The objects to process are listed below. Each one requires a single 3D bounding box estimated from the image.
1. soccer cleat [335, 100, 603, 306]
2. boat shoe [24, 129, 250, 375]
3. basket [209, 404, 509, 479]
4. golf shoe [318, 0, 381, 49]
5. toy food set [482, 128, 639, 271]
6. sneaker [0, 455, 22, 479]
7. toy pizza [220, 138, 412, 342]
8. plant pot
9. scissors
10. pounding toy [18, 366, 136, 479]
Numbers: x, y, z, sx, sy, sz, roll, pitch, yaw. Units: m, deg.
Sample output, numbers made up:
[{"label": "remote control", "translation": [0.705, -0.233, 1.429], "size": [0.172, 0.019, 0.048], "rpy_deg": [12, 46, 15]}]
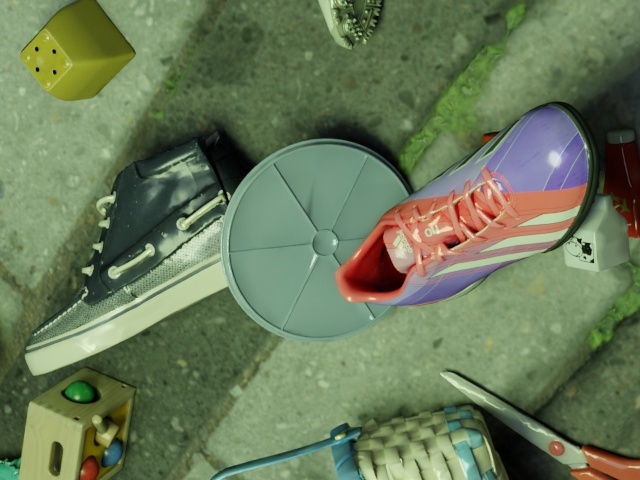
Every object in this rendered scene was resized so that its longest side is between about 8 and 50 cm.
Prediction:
[{"label": "soccer cleat", "translation": [0.123, -0.016, 1.167], "size": [0.318, 0.116, 0.108], "rpy_deg": [-42, 65, 58]}, {"label": "boat shoe", "translation": [-0.197, 0.013, 1.423], "size": [0.341, 0.127, 0.158], "rpy_deg": [-27, 89, 21]}, {"label": "basket", "translation": [0.057, 0.304, 1.322], "size": [0.289, 0.201, 0.254], "rpy_deg": [-20, 97, -2]}, {"label": "golf shoe", "translation": [0.005, -0.266, 1.270], "size": [0.086, 0.069, 0.176], "rpy_deg": [1, 105, 46]}, {"label": "toy food set", "translation": [0.245, -0.043, 1.179], "size": [0.232, 0.111, 0.104], "rpy_deg": [13, 115, 56]}, {"label": "sneaker", "translation": [-0.379, 0.305, 1.626], "size": [0.275, 0.107, 0.110], "rpy_deg": [26, 97, 11]}, {"label": "toy pizza", "translation": [0.000, 0.000, 1.314], "size": [0.201, 0.032, 0.201], "rpy_deg": [-3, 101, -15]}, {"label": "plant pot", "translation": [-0.260, -0.193, 1.398], "size": [0.081, 0.083, 0.081], "rpy_deg": [-39, 87, 30]}, {"label": "scissors", "translation": [0.245, 0.220, 1.325], "size": [0.297, 0.021, 0.109], "rpy_deg": [18, 115, 18]}, {"label": "pounding toy", "translation": [-0.261, 0.214, 1.504], "size": [0.100, 0.130, 0.141], "rpy_deg": [20, 114, 18]}]
